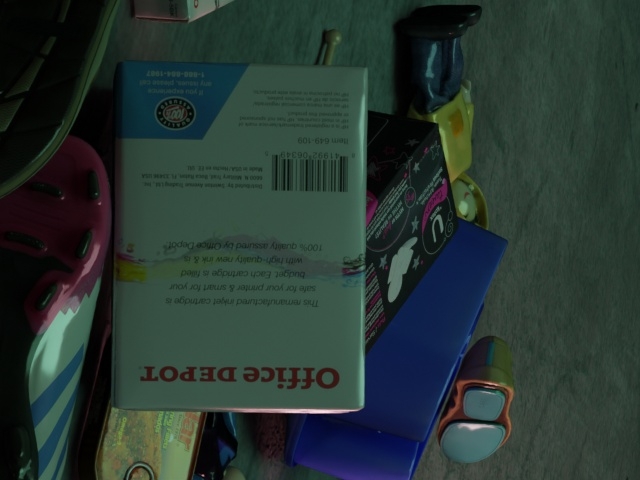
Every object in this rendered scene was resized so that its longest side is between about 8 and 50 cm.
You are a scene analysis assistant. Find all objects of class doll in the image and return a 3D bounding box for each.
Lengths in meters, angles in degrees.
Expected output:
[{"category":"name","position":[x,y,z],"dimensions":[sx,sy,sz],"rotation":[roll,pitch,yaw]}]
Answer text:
[{"category":"doll","position":[-0.115,0.183,1.848],"dimensions":[0.129,0.046,0.189],"rotation":[-63,146,-37]}]

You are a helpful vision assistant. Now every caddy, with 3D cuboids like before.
[{"category":"caddy","position":[0.062,0.101,2.080],"dimensions":[0.241,0.179,0.341],"rotation":[104,10,-50]}]

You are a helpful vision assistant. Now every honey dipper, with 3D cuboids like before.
[{"category":"honey dipper","position":[-0.003,-0.149,2.045],"dimensions":[0.030,0.030,0.161],"rotation":[53,45,-58]}]

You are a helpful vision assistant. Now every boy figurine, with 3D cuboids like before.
[{"category":"boy figurine","position":[0.143,-0.126,2.306],"dimensions":[0.177,0.092,0.285],"rotation":[-40,129,-61]}]

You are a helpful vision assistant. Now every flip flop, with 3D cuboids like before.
[{"category":"flip flop","position":[-0.218,-0.123,1.484],"dimensions":[0.080,0.112,0.277],"rotation":[91,14,-50]}]

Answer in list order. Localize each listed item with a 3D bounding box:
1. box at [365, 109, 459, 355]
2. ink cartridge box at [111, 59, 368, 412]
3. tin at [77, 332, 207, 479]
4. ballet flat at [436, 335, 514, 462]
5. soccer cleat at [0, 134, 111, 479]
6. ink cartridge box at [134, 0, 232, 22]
[{"category":"box","position":[0.000,0.000,1.891],"dimensions":[0.247,0.163,0.142],"rotation":[-51,141,-38]},{"category":"ink cartridge box","position":[-0.071,0.002,1.600],"dimensions":[0.197,0.198,0.270],"rotation":[163,-72,-83]},{"category":"tin","position":[-0.151,0.152,1.722],"dimensions":[0.106,0.040,0.190],"rotation":[21,75,-33]},{"category":"ballet flat","position":[0.176,0.173,2.149],"dimensions":[0.232,0.080,0.073],"rotation":[103,-4,-63]},{"category":"soccer cleat","position":[-0.234,0.084,1.504],"dimensions":[0.143,0.116,0.331],"rotation":[94,7,-74]},{"category":"ink cartridge box","position":[-0.112,-0.253,1.728],"dimensions":[0.135,0.056,0.099],"rotation":[-37,129,-59]}]
